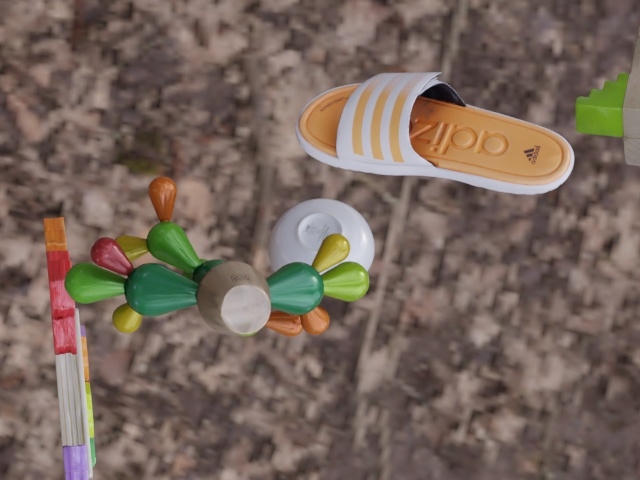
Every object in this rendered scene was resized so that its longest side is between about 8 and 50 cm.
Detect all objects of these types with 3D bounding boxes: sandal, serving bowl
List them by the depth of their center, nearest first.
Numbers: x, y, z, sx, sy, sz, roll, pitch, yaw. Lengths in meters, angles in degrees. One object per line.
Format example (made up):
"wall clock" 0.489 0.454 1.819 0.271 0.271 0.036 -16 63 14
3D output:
"serving bowl" 0.000 0.000 1.514 0.083 0.083 0.027 -50 158 -22
"sandal" 0.106 -0.113 1.810 0.076 0.265 0.102 78 26 -55

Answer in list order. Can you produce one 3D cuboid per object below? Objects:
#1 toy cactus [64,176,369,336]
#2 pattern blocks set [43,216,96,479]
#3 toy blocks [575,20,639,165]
"toy cactus" -0.062 0.025 1.349 0.219 0.180 0.112 11 94 -13
"pattern blocks set" -0.201 0.125 1.583 0.026 0.325 0.285 -5 96 -8
"toy blocks" 0.476 -0.195 2.008 0.190 0.381 0.261 75 27 -55
